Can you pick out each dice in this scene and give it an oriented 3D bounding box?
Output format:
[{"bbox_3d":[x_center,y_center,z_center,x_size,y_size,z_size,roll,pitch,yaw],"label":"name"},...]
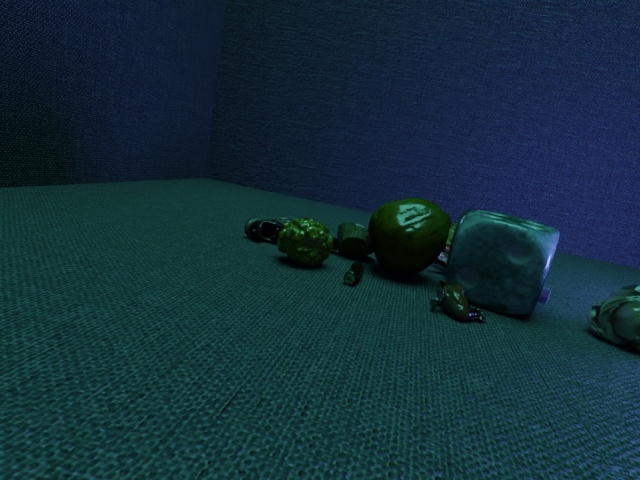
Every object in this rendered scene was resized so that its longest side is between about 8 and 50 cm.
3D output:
[{"bbox_3d":[0.691,0.072,1.636,0.348,0.330,0.328,21,16,28],"label":"dice"}]

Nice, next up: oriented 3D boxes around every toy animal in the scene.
[{"bbox_3d":[0.464,0.200,1.427,0.179,0.089,0.188,14,31,-8],"label":"toy animal"}]

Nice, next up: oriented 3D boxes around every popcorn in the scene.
[{"bbox_3d":[-0.067,0.002,1.688,0.235,0.181,0.217,12,9,-20],"label":"popcorn"}]

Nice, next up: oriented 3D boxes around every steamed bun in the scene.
[{"bbox_3d":[1.092,0.257,1.448,0.280,0.207,0.268,3,13,-39],"label":"steamed bun"}]

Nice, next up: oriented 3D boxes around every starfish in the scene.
[{"bbox_3d":[0.606,0.107,1.980,0.312,0.113,0.303,16,12,-23],"label":"starfish"}]

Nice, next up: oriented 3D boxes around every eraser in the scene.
[{"bbox_3d":[0.909,0.221,1.792,0.105,0.065,0.026,16,12,20],"label":"eraser"}]

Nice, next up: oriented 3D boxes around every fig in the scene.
[{"bbox_3d":[0.375,-0.028,1.778,0.343,0.343,0.343,10,12,-2],"label":"fig"}]

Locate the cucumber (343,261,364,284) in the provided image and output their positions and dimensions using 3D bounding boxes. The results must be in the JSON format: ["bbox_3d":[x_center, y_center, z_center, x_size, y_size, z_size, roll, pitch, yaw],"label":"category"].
[{"bbox_3d":[0.129,0.123,1.594,0.058,0.058,0.187,13,13,11],"label":"cucumber"}]

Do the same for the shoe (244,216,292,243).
[{"bbox_3d":[-0.199,-0.050,1.969,0.291,0.114,0.137,0,10,-31],"label":"shoe"}]

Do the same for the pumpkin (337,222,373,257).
[{"bbox_3d":[0.160,0.017,1.950,0.217,0.217,0.110,16,51,23],"label":"pumpkin"}]

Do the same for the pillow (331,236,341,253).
[{"bbox_3d":[0.000,0.000,1.991,0.208,0.055,0.141,19,24,-10],"label":"pillow"}]

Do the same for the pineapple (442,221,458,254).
[{"bbox_3d":[0.673,0.052,2.234,0.344,0.209,0.286,7,-30,47],"label":"pineapple"}]

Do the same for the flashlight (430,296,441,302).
[{"bbox_3d":[0.440,0.217,1.483,0.110,0.031,0.052,6,48,3],"label":"flashlight"}]
